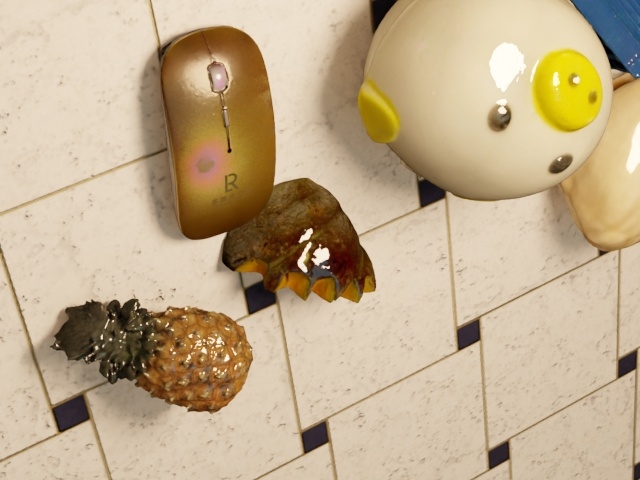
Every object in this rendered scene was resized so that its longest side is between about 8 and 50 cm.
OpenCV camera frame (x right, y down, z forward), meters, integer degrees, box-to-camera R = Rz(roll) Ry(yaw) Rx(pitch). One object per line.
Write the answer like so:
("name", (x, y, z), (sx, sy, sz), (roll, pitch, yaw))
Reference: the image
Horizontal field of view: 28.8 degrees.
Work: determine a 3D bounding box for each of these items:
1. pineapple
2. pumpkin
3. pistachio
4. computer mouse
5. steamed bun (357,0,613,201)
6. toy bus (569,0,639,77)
("pineapple", (-0.244, 0.148, 1.772), (0.279, 0.158, 0.158), (21, 103, -29))
("pumpkin", (0.000, 0.000, 1.848), (0.254, 0.130, 0.149), (2, 115, -34))
("pistachio", (0.508, -0.137, 2.073), (0.214, 0.193, 0.318), (20, 105, -5))
("computer mouse", (-0.142, -0.139, 1.707), (0.158, 0.072, 0.310), (-20, 125, -27))
("steamed bun", (0.238, -0.218, 1.768), (0.374, 0.334, 0.334), (29, 97, -36))
("toy bus", (0.395, -0.388, 1.852), (0.288, 0.175, 0.138), (41, 86, -32))
